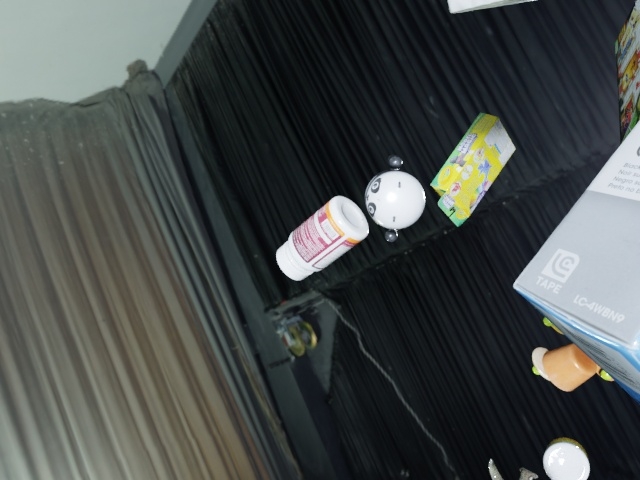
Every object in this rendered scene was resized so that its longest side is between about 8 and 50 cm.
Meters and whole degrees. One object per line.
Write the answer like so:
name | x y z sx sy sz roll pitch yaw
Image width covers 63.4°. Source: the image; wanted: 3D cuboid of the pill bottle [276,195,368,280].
pill bottle | 0.000 0.000 1.256 0.221 0.121 0.121 -38 166 31

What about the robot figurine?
robot figurine | 0.214 -0.125 1.534 0.174 0.209 0.278 -37 -175 9

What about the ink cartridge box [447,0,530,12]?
ink cartridge box | 0.190 -0.367 0.444 0.202 0.277 0.117 -28 -156 -22

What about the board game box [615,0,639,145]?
board game box | 0.441 -0.244 0.697 0.031 0.259 0.136 13 147 9

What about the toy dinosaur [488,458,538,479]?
toy dinosaur | 0.396 0.535 0.958 0.121 0.313 0.160 -4 -145 45

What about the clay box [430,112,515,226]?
clay box | 0.328 -0.151 1.137 0.222 0.053 0.127 -54 135 0

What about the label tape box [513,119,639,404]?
label tape box | 0.348 -0.020 0.388 0.347 0.249 0.115 -53 -155 -1

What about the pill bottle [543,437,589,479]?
pill bottle | 0.714 0.639 1.505 0.117 0.117 0.215 -27 156 17

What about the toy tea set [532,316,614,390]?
toy tea set | 0.510 0.196 1.010 0.337 0.199 0.124 0 145 -32
